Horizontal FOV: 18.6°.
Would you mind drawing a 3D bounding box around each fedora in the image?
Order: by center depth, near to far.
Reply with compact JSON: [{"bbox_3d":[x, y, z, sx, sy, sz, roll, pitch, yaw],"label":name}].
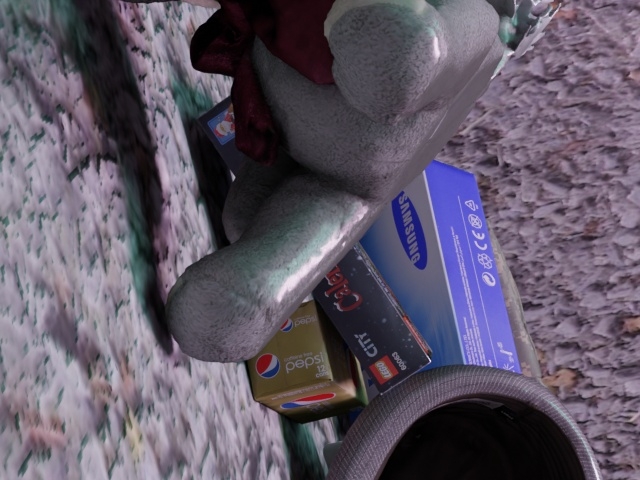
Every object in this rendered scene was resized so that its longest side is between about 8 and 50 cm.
[{"bbox_3d":[0.091,0.230,1.490,0.124,0.244,0.275,-24,-135,65],"label":"fedora"}]

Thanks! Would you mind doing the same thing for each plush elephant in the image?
[{"bbox_3d":[-0.025,-0.148,1.158,0.330,0.255,0.272,-44,169,-46],"label":"plush elephant"}]

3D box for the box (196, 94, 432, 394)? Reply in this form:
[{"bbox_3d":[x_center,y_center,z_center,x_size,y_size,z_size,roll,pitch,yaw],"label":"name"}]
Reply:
[{"bbox_3d":[0.000,0.000,1.424,0.233,0.044,0.159,56,2,2],"label":"box"}]

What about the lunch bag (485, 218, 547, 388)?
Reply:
[{"bbox_3d":[0.185,0.142,2.487,0.287,0.169,0.235,79,-4,-68],"label":"lunch bag"}]

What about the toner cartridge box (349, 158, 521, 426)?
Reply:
[{"bbox_3d":[0.097,0.107,1.808,0.075,0.165,0.347,18,46,-34],"label":"toner cartridge box"}]

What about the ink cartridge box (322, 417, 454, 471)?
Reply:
[{"bbox_3d":[0.080,0.229,1.627,0.067,0.115,0.198,-86,161,-67],"label":"ink cartridge box"}]

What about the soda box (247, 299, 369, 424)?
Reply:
[{"bbox_3d":[-0.010,0.092,1.437,0.181,0.058,0.061,50,26,-76],"label":"soda box"}]
